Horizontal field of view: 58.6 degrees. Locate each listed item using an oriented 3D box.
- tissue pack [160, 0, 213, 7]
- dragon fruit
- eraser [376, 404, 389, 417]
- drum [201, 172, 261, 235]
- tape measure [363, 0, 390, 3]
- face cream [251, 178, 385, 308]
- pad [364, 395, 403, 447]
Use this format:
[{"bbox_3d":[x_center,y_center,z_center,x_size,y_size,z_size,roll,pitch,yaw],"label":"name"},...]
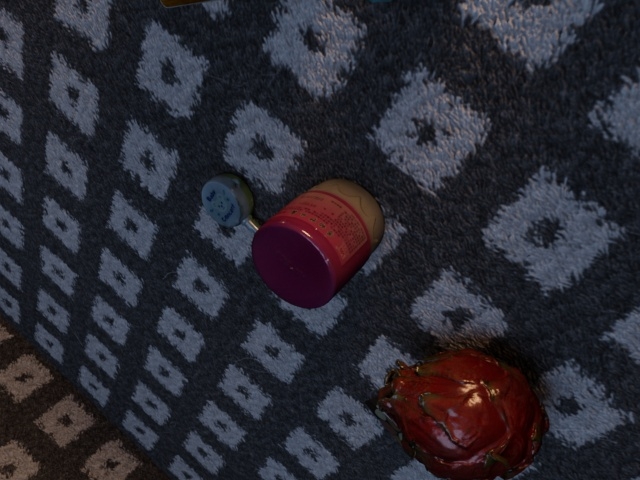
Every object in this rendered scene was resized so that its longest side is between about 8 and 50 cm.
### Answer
[{"bbox_3d":[-0.130,-0.453,0.852,0.246,0.136,0.159,7,122,33],"label":"tissue pack"},{"bbox_3d":[0.247,0.313,1.015,0.299,0.244,0.244,8,125,12],"label":"dragon fruit"},{"bbox_3d":[0.204,0.389,1.248,0.150,0.023,0.104,42,135,6],"label":"eraser"},{"bbox_3d":[-0.162,-0.029,1.227,0.130,0.049,0.253,-25,102,44],"label":"drum"},{"bbox_3d":[0.114,-0.387,0.752,0.146,0.081,0.125,9,127,32],"label":"tape measure"},{"bbox_3d":[0.000,0.000,1.021,0.175,0.195,0.175,20,131,25],"label":"face cream"},{"bbox_3d":[0.213,0.385,1.259,0.158,0.003,0.235,49,136,-1],"label":"pad"}]
